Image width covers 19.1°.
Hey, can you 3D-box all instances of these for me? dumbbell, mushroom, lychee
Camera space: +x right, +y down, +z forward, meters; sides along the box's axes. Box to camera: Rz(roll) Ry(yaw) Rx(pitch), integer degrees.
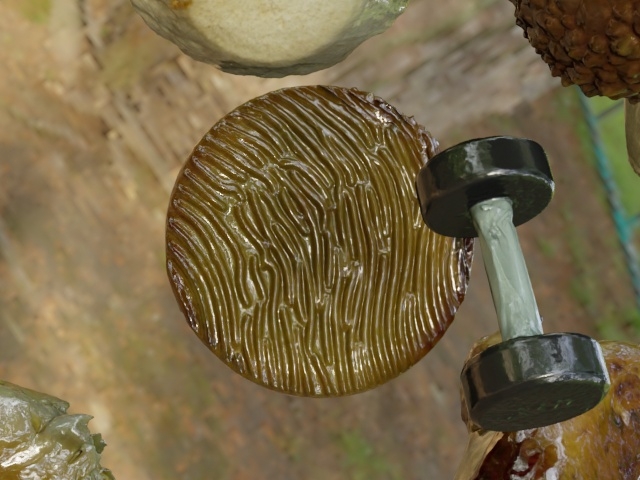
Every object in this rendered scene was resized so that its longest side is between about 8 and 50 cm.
[{"bbox_3d":[0.131,0.029,1.317,0.100,0.100,0.191,31,41,-57],"label":"dumbbell"},{"bbox_3d":[0.206,0.242,1.927,0.259,0.345,0.345,36,10,18],"label":"mushroom"},{"bbox_3d":[0.214,-0.185,1.225,0.200,0.200,0.238,48,-14,-30],"label":"lychee"}]

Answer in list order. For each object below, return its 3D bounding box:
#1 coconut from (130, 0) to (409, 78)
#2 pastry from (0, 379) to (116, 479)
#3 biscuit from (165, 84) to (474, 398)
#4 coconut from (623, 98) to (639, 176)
[{"bbox_3d":[-0.039,-0.303,1.566,0.329,0.329,0.329,51,18,-23],"label":"coconut"},{"bbox_3d":[-0.326,0.242,1.559,0.329,0.330,0.136,51,-5,-22],"label":"pastry"},{"bbox_3d":[0.000,0.000,1.893,0.318,0.318,0.040,57,-13,-1],"label":"biscuit"},{"bbox_3d":[0.338,-0.130,1.485,0.224,0.234,0.224,36,33,-28],"label":"coconut"}]
